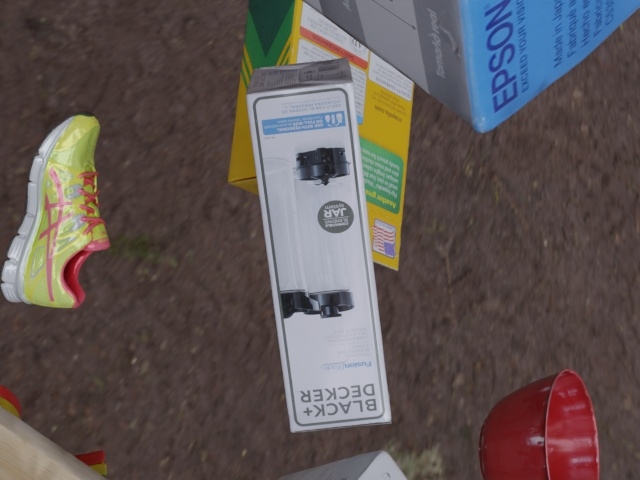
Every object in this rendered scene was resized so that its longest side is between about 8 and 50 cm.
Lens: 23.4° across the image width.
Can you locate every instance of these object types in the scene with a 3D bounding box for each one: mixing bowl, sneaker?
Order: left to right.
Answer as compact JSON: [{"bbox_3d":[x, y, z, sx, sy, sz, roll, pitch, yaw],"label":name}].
[{"bbox_3d":[-0.248,-0.026,1.562,0.094,0.081,0.209,19,99,15],"label":"sneaker"},{"bbox_3d":[0.237,0.236,1.721,0.098,0.181,0.181,-7,105,26],"label":"mixing bowl"}]

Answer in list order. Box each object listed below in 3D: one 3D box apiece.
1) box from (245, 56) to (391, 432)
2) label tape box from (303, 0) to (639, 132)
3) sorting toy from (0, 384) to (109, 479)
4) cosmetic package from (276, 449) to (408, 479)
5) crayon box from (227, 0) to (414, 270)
[{"bbox_3d":[0.000,0.000,1.322,0.087,0.169,0.290,-7,105,1],"label":"box"},{"bbox_3d":[-0.033,-0.231,0.576,0.115,0.249,0.347,-41,57,-18],"label":"label tape box"},{"bbox_3d":[-0.314,0.245,1.414,0.255,0.089,0.257,-32,129,18],"label":"sorting toy"},{"bbox_3d":[0.019,0.293,1.230,0.151,0.151,0.184,-25,106,49],"label":"cosmetic package"},{"bbox_3d":[0.006,-0.142,1.689,0.083,0.203,0.323,-10,68,41],"label":"crayon box"}]
